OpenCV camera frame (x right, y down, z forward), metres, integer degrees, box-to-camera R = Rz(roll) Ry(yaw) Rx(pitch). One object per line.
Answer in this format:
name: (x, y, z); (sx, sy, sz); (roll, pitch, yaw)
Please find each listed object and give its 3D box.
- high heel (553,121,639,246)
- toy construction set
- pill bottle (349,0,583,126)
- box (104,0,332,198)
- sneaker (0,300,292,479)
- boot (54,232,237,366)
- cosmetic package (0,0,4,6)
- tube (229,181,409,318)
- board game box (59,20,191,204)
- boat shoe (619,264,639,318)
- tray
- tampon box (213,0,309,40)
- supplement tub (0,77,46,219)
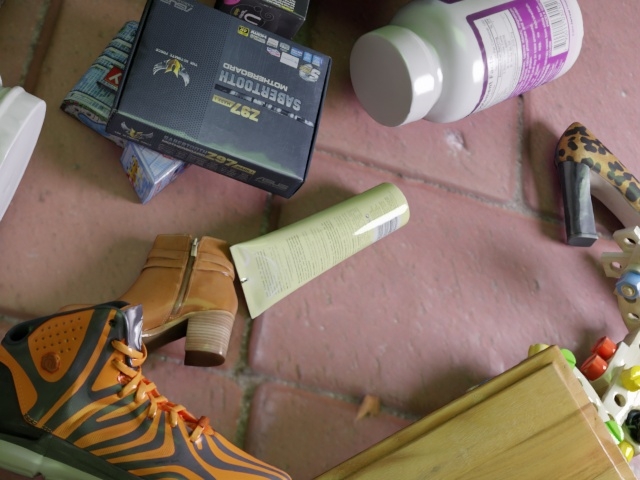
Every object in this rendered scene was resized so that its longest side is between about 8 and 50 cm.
high heel: (0.456, -0.075, 1.408); (0.261, 0.093, 0.186); (6, 67, -13)
toy construction set: (0.345, 0.148, 1.240); (0.215, 0.151, 0.327); (42, 69, 1)
pill bottle: (0.192, -0.255, 1.340); (0.302, 0.169, 0.169); (-24, 78, -30)
box: (-0.114, -0.171, 1.170); (0.233, 0.059, 0.183); (20, 63, -15)
sneaker: (-0.167, 0.156, 0.965); (0.321, 0.124, 0.180); (15, 87, -3)
boot: (-0.190, 0.056, 1.107); (0.197, 0.073, 0.152); (11, 55, -16)
cosmetic package: (-0.430, -0.326, 1.128); (0.151, 0.151, 0.183); (26, 59, -9)
tube: (0.000, 0.000, 1.207); (0.240, 0.062, 0.070); (-29, 72, -30)
board game box: (-0.198, -0.150, 1.196); (0.194, 0.060, 0.194); (32, 58, -6)
boat shoe: (0.486, 0.099, 1.354); (0.073, 0.080, 0.223); (-28, 85, -35)
tray: (0.119, 0.294, 1.044); (0.411, 0.076, 0.202); (-27, 78, -11)
tampon box: (-0.071, -0.331, 1.294); (0.101, 0.120, 0.161); (20, 61, -15)
supplement tub: (-0.455, -0.117, 0.977); (0.316, 0.228, 0.228); (25, 60, -10)
